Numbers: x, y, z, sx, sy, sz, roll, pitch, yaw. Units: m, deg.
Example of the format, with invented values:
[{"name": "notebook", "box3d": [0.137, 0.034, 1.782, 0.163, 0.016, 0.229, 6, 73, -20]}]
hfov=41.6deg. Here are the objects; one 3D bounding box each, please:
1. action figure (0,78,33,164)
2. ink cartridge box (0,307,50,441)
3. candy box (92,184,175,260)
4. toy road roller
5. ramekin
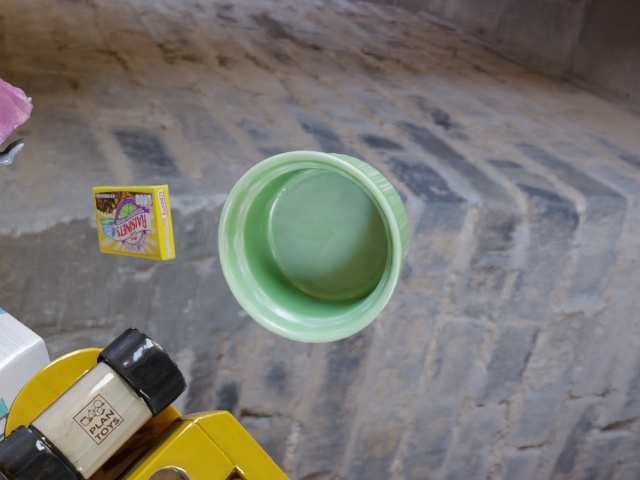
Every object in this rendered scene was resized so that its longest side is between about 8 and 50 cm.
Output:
[{"name": "action figure", "box3d": [-0.626, -0.272, 1.291, 0.248, 0.370, 0.276, 21, 72, 51]}, {"name": "ink cartridge box", "box3d": [-0.600, 0.259, 1.372, 0.198, 0.270, 0.197, 28, 139, 27]}, {"name": "candy box", "box3d": [-0.279, -0.029, 1.249, 0.206, 0.027, 0.105, 3, 103, 51]}, {"name": "toy road roller", "box3d": [-0.202, 0.267, 0.942, 0.329, 0.202, 0.240, 49, 154, -6]}, {"name": "ramekin", "box3d": [0.000, 0.000, 1.367, 0.148, 0.303, 0.304, -30, -52, -68]}]
